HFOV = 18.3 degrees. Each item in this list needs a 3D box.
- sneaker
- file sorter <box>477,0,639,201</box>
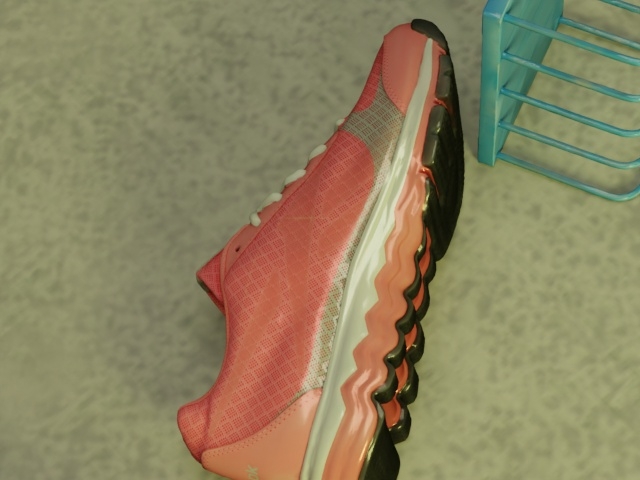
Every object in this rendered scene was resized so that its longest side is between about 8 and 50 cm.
[{"bbox_3d":[0.000,0.000,1.146,0.136,0.116,0.314,9,65,12],"label":"sneaker"},{"bbox_3d":[0.161,-0.117,1.158,0.104,0.170,0.118,20,67,13],"label":"file sorter"}]
